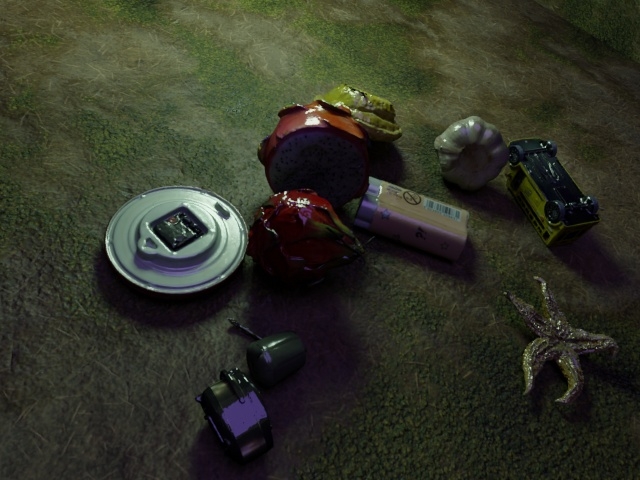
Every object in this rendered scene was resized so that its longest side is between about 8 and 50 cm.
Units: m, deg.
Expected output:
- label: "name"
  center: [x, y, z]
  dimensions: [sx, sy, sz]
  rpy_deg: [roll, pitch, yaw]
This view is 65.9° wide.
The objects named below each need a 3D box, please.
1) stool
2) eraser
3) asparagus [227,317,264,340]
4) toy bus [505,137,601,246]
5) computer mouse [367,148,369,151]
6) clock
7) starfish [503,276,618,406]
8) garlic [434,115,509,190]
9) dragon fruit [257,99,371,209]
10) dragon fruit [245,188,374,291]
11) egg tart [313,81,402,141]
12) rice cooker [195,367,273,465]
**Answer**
- label: "stool"
  center: [-0.088, 0.235, 0.992]
  dimensions: [0.110, 0.096, 0.096]
  rpy_deg: [-19, 60, -34]
- label: "eraser"
  center: [0.246, -0.066, 1.329]
  dimensions: [0.290, 0.087, 0.171]
  rpy_deg: [20, 48, -1]
- label: "asparagus"
  center: [-0.150, 0.196, 1.054]
  dimensions: [0.114, 0.015, 0.014]
  rpy_deg: [30, 53, 8]
- label: "toy bus"
  center: [0.663, -0.151, 1.470]
  dimensions: [0.145, 0.151, 0.331]
  rpy_deg: [-10, 58, -15]
- label: "computer mouse"
  center: [0.047, -0.291, 1.458]
  dimensions: [0.217, 0.074, 0.122]
  rpy_deg: [-17, 60, -29]
- label: "clock"
  center: [-0.323, -0.008, 1.127]
  dimensions: [0.318, 0.080, 0.319]
  rpy_deg: [8, 51, -10]
- label: "starfish"
  center: [0.552, 0.234, 1.192]
  dimensions: [0.298, 0.060, 0.303]
  rpy_deg: [-14, 63, -18]
- label: "garlic"
  center: [0.448, -0.273, 1.506]
  dimensions: [0.218, 0.219, 0.212]
  rpy_deg: [22, 21, 2]
- label: "dragon fruit"
  center: [-0.015, -0.228, 1.263]
  dimensions: [0.290, 0.291, 0.189]
  rpy_deg: [3, 43, -14]
- label: "dragon fruit"
  center: [-0.025, -0.010, 1.112]
  dimensions: [0.292, 0.234, 0.234]
  rpy_deg: [2, 50, 9]
- label: "egg tart"
  center: [0.120, -0.391, 1.477]
  dimensions: [0.290, 0.116, 0.290]
  rpy_deg: [21, 22, -9]
- label: "rice cooker"
  center: [-0.150, 0.318, 0.896]
  dimensions: [0.106, 0.112, 0.165]
  rpy_deg: [-31, 65, -26]
